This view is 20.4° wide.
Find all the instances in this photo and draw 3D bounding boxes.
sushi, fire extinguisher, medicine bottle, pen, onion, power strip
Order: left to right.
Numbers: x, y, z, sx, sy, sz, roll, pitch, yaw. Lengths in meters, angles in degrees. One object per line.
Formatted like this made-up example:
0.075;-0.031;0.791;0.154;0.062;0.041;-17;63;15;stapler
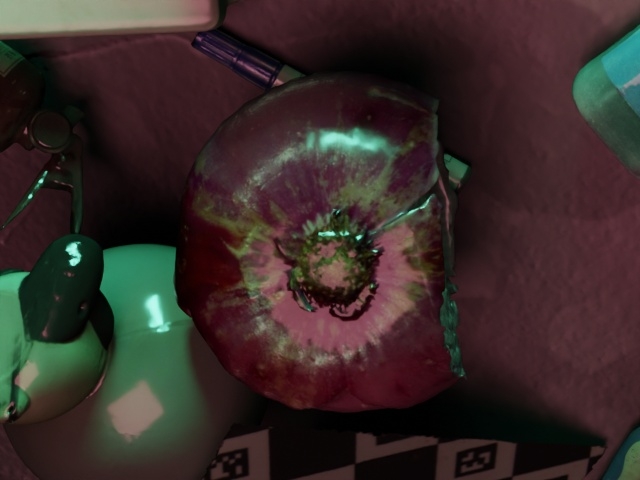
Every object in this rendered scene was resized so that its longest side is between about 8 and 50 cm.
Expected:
-0.249;-0.094;1.211;0.252;0.075;0.106;36;97;-4;fire extinguisher
-0.193;-0.177;1.127;0.338;0.058;0.098;-2;99;2;power strip
-0.001;0.004;1.099;0.200;0.201;0.207;6;128;13;onion
0.005;0.209;1.260;0.294;0.059;0.292;10;129;-30;sushi
0.006;-0.086;1.175;0.204;0.025;0.025;29;120;2;pen
0.253;-0.121;1.066;0.208;0.054;0.090;-37;101;28;medicine bottle

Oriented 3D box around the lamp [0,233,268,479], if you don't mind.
-0.144;0.084;1.190;0.197;0.198;0.244;-22;152;25;lamp

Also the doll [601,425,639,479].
0.211;0.176;1.243;0.037;0.027;0.125;30;121;9;doll
